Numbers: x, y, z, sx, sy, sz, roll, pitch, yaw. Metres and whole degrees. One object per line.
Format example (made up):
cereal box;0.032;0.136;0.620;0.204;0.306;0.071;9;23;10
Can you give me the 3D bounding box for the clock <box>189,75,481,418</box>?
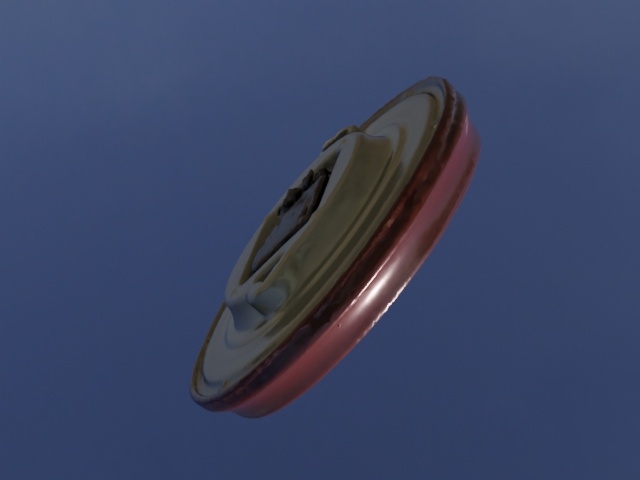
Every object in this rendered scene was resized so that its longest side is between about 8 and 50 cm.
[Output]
clock;0.000;0.000;1.452;0.318;0.080;0.318;-47;-167;14
